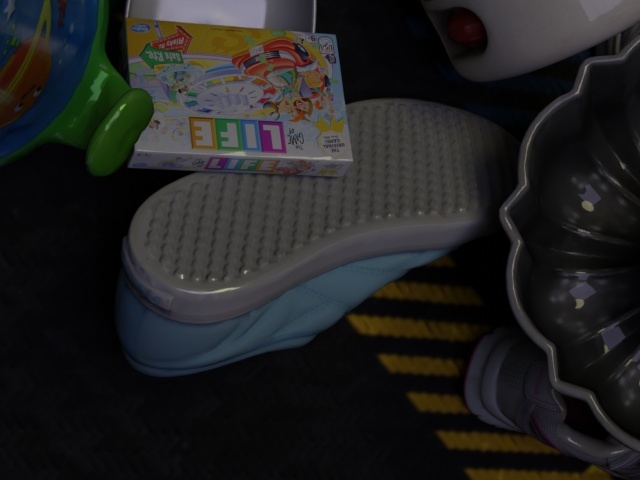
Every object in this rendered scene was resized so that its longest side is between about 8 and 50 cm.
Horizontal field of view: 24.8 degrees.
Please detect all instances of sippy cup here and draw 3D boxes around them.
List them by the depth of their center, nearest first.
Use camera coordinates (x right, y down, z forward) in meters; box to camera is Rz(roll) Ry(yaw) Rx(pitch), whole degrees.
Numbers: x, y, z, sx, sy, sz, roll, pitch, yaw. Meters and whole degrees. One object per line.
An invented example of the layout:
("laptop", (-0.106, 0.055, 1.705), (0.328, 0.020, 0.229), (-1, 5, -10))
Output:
("sippy cup", (-0.257, -0.152, 0.875), (0.305, 0.224, 0.240), (-3, 92, 0))

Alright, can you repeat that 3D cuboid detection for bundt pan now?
("bundt pan", (0.292, 0.011, 1.050), (0.330, 0.124, 0.331), (-1, 77, 5))

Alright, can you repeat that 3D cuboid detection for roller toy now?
("roller toy", (0.158, -0.216, 1.064), (0.146, 0.191, 0.209), (63, 30, -12))

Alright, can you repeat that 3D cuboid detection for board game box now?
("board game box", (-0.059, -0.098, 1.005), (0.154, 0.026, 0.104), (1, 66, -20))

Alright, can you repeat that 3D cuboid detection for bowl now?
("bowl", (-0.078, -0.145, 1.060), (0.142, 0.053, 0.142), (6, 95, -19))

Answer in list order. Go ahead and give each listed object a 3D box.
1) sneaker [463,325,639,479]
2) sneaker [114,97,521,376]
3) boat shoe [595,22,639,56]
("sneaker", (0.243, 0.145, 1.167), (0.252, 0.111, 0.103), (15, 90, -23))
("sneaker", (0.000, 0.000, 1.083), (0.365, 0.150, 0.135), (-16, 59, -32))
("boat shoe", (0.314, -0.051, 1.182), (0.118, 0.103, 0.321), (-19, 100, -17))
